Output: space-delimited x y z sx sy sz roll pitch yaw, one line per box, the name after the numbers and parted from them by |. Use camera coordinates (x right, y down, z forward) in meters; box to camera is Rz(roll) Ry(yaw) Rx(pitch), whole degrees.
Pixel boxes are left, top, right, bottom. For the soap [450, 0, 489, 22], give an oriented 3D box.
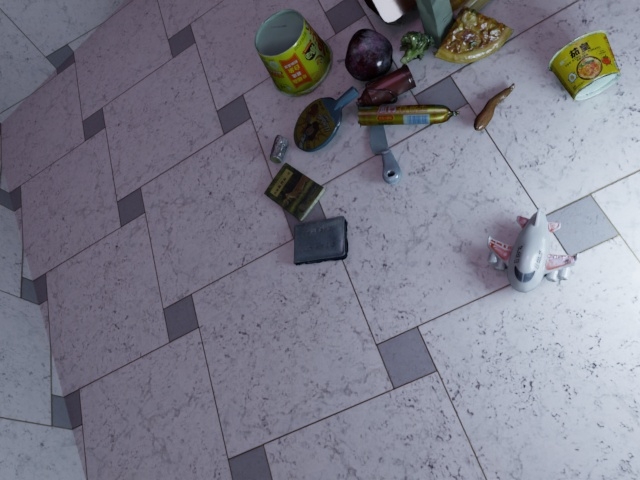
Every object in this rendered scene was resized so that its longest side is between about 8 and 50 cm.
0.566 -0.954 1.741 0.274 0.089 0.173 -42 58 6 | soap

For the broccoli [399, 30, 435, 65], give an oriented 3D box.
0.344 -0.710 1.704 0.122 0.118 0.204 31 47 1 | broccoli

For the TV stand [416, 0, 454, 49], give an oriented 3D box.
0.420 -0.818 1.656 0.083 0.269 0.088 -46 60 4 | TV stand

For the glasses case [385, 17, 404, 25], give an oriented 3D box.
0.305 -0.903 1.881 0.083 0.021 0.032 21 83 29 | glasses case

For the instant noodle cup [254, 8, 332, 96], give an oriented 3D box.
-0.125 -0.799 1.927 0.310 0.221 0.312 -8 69 23 | instant noodle cup

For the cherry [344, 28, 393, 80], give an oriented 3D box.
0.192 -0.724 1.785 0.194 0.195 0.195 -8 69 22 | cherry

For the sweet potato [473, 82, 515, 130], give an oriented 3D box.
0.597 -0.462 1.582 0.050 0.050 0.214 35 83 30 | sweet potato

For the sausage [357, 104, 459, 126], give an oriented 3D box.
0.319 -0.460 1.680 0.370 0.082 0.082 4 74 21 | sausage

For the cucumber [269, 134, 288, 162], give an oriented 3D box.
-0.175 -0.379 1.895 0.064 0.064 0.112 15 82 28 | cucumber

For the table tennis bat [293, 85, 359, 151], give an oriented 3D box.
0.017 -0.490 1.823 0.329 0.044 0.215 -37 58 25 | table tennis bat

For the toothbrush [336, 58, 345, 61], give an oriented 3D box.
0.129 -0.770 1.920 0.131 0.013 0.011 -5 60 24 | toothbrush

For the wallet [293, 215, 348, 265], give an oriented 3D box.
-0.001 -0.001 1.698 0.221 0.036 0.168 -8 69 22 | wallet

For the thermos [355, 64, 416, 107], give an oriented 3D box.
0.240 -0.580 1.754 0.231 0.099 0.124 -24 68 14 | thermos

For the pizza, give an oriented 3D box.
0.545 -0.749 1.647 0.291 0.058 0.198 -10 102 10 | pizza

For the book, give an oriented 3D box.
-0.107 -0.196 1.822 0.228 0.024 0.160 38 92 29 | book

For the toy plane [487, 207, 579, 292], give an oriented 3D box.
0.625 0.032 1.358 0.251 0.118 0.253 -8 71 24 | toy plane

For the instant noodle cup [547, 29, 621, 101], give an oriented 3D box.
0.837 -0.536 1.433 0.182 0.182 0.145 -23 74 16 | instant noodle cup

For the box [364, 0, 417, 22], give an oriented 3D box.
0.307 -1.066 1.782 0.339 0.239 0.229 -35 37 11 | box

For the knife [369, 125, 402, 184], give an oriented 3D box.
0.231 -0.348 1.717 0.080 0.044 0.332 -23 59 19 | knife
